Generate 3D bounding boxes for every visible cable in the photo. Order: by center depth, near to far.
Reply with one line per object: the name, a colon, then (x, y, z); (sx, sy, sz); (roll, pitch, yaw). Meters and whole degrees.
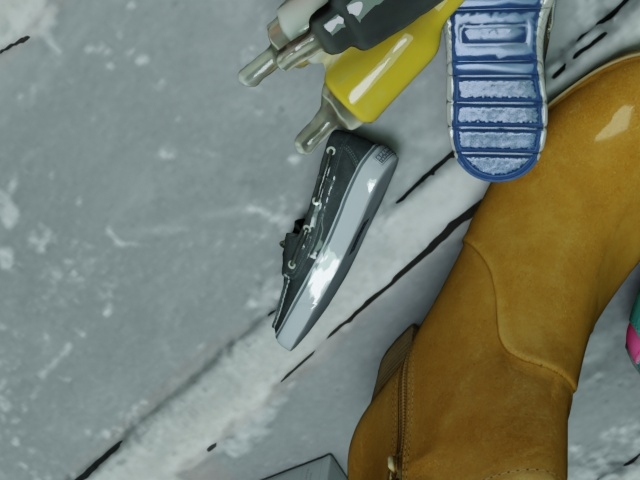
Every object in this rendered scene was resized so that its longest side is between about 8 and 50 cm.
cable: (0.073, -0.158, 0.461); (0.287, 0.072, 0.139); (-30, 110, 8)

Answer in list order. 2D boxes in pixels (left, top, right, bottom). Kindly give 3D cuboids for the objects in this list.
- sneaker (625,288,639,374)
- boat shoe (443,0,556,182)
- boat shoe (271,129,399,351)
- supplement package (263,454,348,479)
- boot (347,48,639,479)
sneaker: (0.289, 0.103, 0.593); (0.295, 0.124, 0.178); (36, 110, -4)
boat shoe: (0.087, -0.125, 0.532); (0.066, 0.066, 0.183); (5, 111, 5)
boat shoe: (0.000, 0.000, 0.619); (0.040, 0.049, 0.142); (31, 115, 11)
supplement package: (-0.051, 0.240, 0.707); (0.179, 0.105, 0.105); (-24, 112, 17)
boot: (0.113, 0.054, 0.539); (0.104, 0.211, 0.295); (31, 115, -11)
